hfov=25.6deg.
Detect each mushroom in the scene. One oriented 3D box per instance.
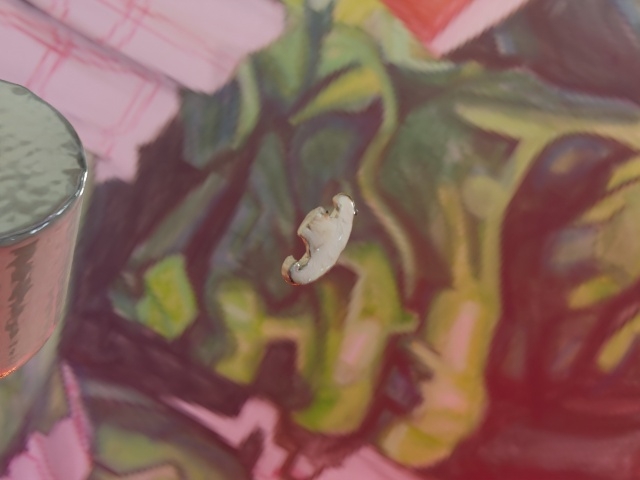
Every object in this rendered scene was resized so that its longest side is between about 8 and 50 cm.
[{"bbox_3d":[0.000,0.000,1.233,0.019,0.049,0.101,5,-131,48],"label":"mushroom"}]

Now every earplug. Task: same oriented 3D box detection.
[{"bbox_3d":[-0.490,0.021,1.906,0.312,0.313,0.394,-65,175,-45],"label":"earplug"}]
